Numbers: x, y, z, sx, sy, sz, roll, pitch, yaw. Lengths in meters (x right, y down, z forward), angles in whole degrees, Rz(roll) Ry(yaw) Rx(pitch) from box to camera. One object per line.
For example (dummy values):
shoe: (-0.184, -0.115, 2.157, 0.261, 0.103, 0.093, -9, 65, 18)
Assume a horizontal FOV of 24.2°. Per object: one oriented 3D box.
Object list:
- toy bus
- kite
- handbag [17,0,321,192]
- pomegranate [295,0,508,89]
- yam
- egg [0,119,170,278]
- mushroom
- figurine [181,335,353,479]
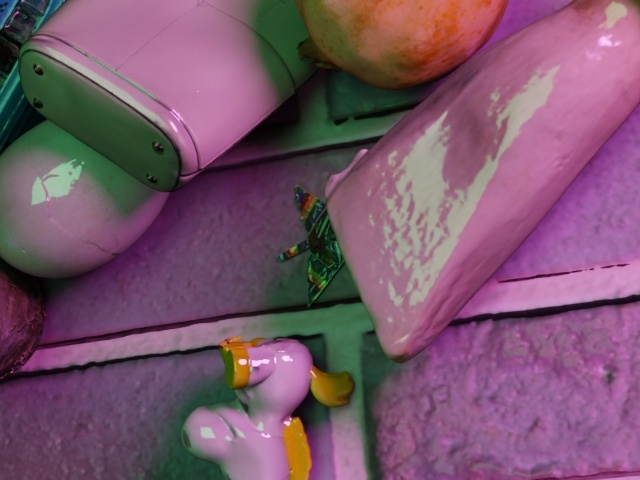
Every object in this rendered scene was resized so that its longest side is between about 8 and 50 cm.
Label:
toy bus: (-0.318, -0.171, 1.539, 0.134, 0.113, 0.246, 33, 94, 26)
kite: (0.000, 0.000, 1.424, 0.090, 0.004, 0.122, -17, 73, 20)
handbag: (-0.120, -0.198, 1.426, 0.241, 0.109, 0.315, 34, 53, 9)
pomegranate: (0.077, -0.231, 1.324, 0.207, 0.207, 0.207, -5, 78, 23)
yam: (-0.357, 0.075, 1.458, 0.154, 0.254, 0.154, 0, 92, 5)
egg: (-0.233, -0.051, 1.457, 0.209, 0.151, 0.151, -34, 68, 7)
mushroom: (0.158, -0.087, 1.300, 0.407, 0.137, 0.154, -48, 54, 6)
figurine: (-0.058, 0.173, 1.373, 0.130, 0.109, 0.178, 25, 94, 4)
